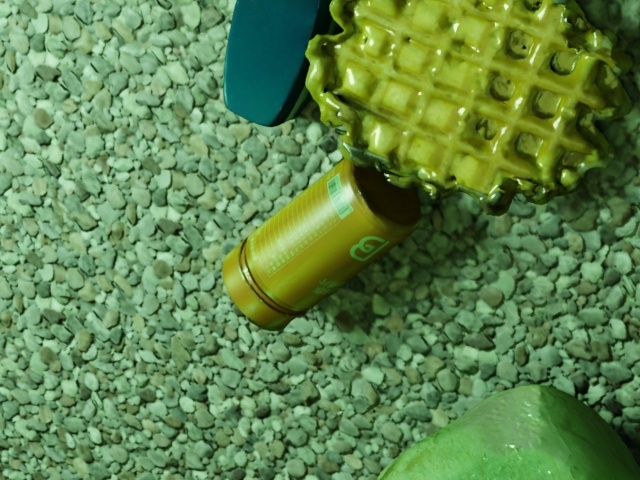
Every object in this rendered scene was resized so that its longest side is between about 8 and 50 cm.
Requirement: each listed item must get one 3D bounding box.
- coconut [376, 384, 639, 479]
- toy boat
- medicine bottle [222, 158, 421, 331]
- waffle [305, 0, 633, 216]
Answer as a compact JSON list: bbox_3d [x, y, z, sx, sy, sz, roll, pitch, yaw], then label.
[{"bbox_3d":[0.173,0.291,1.628,0.281,0.328,0.328,31,127,-23],"label":"coconut"},{"bbox_3d":[-0.022,-0.241,1.601,0.096,0.062,0.299,25,121,14],"label":"toy boat"},{"bbox_3d":[0.000,0.000,1.681,0.192,0.096,0.096,-38,93,32],"label":"medicine bottle"},{"bbox_3d":[0.131,-0.139,1.559,0.280,0.060,0.262,-24,101,20],"label":"waffle"}]
